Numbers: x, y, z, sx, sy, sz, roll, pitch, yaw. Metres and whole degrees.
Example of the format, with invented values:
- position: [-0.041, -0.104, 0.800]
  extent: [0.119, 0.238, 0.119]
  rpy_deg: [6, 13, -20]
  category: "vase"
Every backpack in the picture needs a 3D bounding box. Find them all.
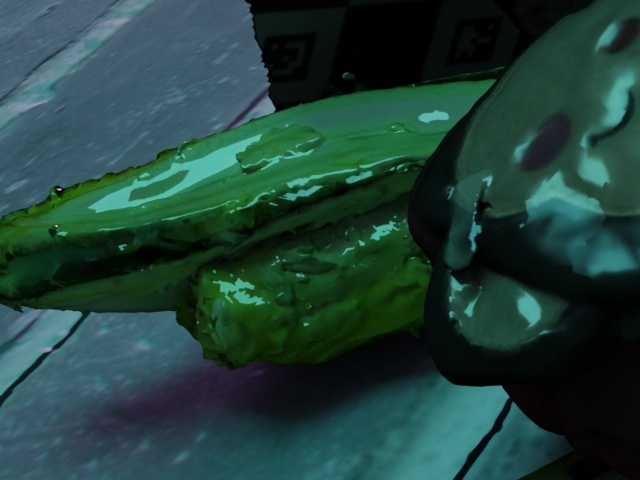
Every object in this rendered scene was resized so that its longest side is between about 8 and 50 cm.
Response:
- position: [0.151, -0.004, 0.550]
  extent: [0.229, 0.139, 0.229]
  rpy_deg: [-12, 58, 20]
  category: "backpack"

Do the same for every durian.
- position: [-0.003, -0.007, 0.733]
  extent: [0.375, 0.107, 0.132]
  rpy_deg: [-19, 30, 7]
  category: "durian"

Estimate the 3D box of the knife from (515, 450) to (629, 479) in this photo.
- position: [-0.039, 0.149, 0.574]
  extent: [0.343, 0.027, 0.061]
  rpy_deg: [-25, 32, -2]
  category: "knife"

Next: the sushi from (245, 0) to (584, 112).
- position: [0.090, -0.141, 0.742]
  extent: [0.264, 0.290, 0.050]
  rpy_deg: [-27, 49, -10]
  category: "sushi"
